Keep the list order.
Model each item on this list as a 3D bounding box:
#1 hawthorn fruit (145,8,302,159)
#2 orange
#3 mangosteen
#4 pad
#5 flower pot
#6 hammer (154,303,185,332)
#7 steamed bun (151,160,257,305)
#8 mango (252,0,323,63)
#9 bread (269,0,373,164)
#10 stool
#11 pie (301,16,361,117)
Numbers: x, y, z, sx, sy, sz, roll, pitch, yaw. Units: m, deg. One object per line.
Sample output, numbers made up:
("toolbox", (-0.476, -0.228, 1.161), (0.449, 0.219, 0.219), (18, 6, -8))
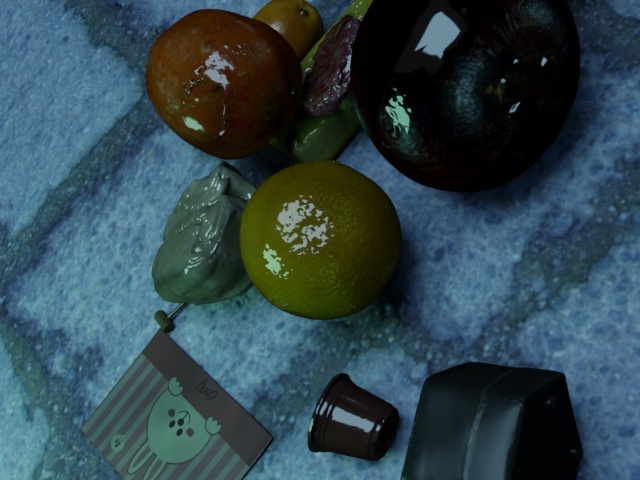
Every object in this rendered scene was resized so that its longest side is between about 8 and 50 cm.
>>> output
("hawthorn fruit", (-0.162, -0.243, 1.689), (0.299, 0.211, 0.211), (37, 88, 29))
("orange", (0.000, 0.000, 1.548), (0.236, 0.236, 0.236), (-15, 59, 26))
("mangosteen", (0.178, -0.222, 1.515), (0.330, 0.330, 0.330), (-15, 59, 26))
("pad", (-0.217, 0.280, 1.689), (0.202, 0.005, 0.300), (-51, 50, -1))
("flower pot", (0.048, 0.236, 1.491), (0.089, 0.111, 0.111), (19, 77, 22))
("hammer", (-0.207, 0.092, 1.776), (0.110, 0.019, 0.035), (-44, 50, 2))
("steamed bun", (-0.143, 0.004, 1.705), (0.218, 0.144, 0.211), (-30, 37, 55))
("mango", (-0.084, -0.285, 1.831), (0.219, 0.112, 0.145), (-53, 11, 12))
("bread", (0.056, -0.269, 1.758), (0.361, 0.077, 0.138), (-49, 50, 2))
("stool", (0.197, 0.250, 1.304), (0.141, 0.232, 0.232), (4, 68, 31))
("pie", (0.018, -0.246, 1.660), (0.154, 0.036, 0.154), (-48, 28, 37))
